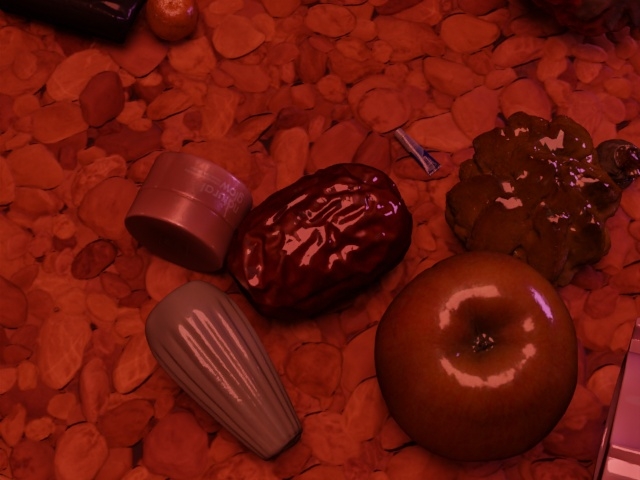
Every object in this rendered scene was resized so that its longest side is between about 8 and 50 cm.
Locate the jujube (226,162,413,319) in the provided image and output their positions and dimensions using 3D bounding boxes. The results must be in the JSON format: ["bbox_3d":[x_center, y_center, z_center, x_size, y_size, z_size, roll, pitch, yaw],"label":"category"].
[{"bbox_3d":[0.000,0.000,1.681,0.250,0.174,0.174,-33,68,-6],"label":"jujube"}]

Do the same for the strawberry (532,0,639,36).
[{"bbox_3d":[0.387,-0.443,1.880,0.265,0.149,0.336,-30,57,-3],"label":"strawberry"}]

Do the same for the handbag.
[{"bbox_3d":[-0.362,-0.420,1.948,0.246,0.080,0.223,17,61,13],"label":"handbag"}]

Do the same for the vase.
[{"bbox_3d":[-0.119,0.173,1.636,0.128,0.128,0.248,-36,77,-12],"label":"vase"}]

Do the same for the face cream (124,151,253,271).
[{"bbox_3d":[-0.178,-0.038,1.717,0.149,0.149,0.104,19,68,12],"label":"face cream"}]

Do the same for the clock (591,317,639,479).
[{"bbox_3d":[0.361,0.278,1.481,0.080,0.290,0.275,14,31,13],"label":"clock"}]

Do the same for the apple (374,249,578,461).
[{"bbox_3d":[0.193,0.139,1.564,0.264,0.264,0.264,-1,65,3],"label":"apple"}]

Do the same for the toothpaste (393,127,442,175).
[{"bbox_3d":[0.137,-0.128,1.814,0.024,0.015,0.083,-40,75,-15],"label":"toothpaste"}]

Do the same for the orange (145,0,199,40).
[{"bbox_3d":[-0.222,-0.341,1.900,0.083,0.070,0.083,2,76,-7],"label":"orange"}]

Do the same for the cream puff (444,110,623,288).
[{"bbox_3d":[0.288,-0.054,1.692,0.244,0.196,0.244,1,94,15],"label":"cream puff"}]

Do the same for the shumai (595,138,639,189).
[{"bbox_3d":[0.413,-0.116,1.753,0.083,0.080,0.082,-9,64,2],"label":"shumai"}]
